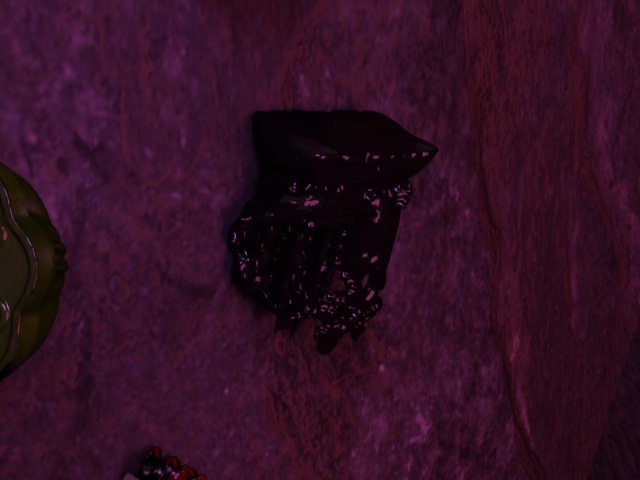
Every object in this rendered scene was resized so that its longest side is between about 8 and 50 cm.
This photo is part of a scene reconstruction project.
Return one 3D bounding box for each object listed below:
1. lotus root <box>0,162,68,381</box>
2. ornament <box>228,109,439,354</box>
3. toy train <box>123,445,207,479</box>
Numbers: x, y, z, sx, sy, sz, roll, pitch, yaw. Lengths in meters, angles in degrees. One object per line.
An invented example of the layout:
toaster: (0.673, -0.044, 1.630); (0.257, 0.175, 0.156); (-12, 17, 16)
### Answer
lotus root: (-0.246, 0.021, 0.877); (0.186, 0.186, 0.186); (-33, 131, -47)
ornament: (0.000, 0.000, 1.310); (0.251, 0.106, 0.260); (-4, 117, -50)
toy train: (-0.150, 0.260, 1.236); (0.087, 0.050, 0.138); (-61, 147, -13)
